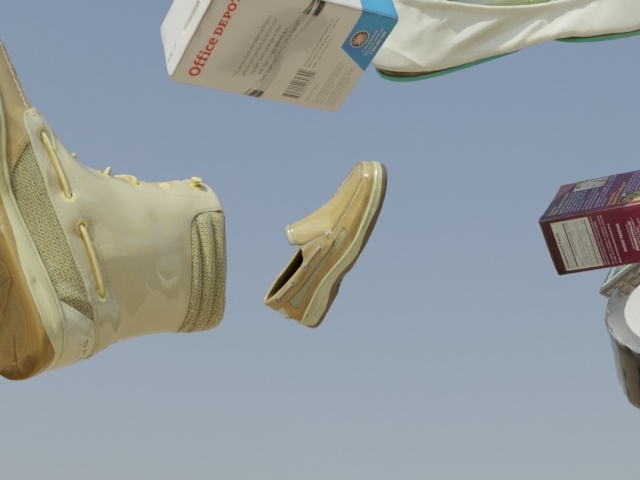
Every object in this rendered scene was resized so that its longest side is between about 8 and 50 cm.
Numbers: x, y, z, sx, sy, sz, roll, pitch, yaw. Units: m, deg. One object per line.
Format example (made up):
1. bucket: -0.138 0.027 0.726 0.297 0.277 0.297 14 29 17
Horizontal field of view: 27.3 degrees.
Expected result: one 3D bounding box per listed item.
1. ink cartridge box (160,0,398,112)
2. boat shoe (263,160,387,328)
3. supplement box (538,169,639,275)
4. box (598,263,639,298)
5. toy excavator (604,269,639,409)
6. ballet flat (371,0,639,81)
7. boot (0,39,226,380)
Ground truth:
1. ink cartridge box: -0.042 -0.212 1.294 0.191 0.082 0.139 10 -42 -28
2. boat shoe: 0.000 0.000 1.278 0.072 0.068 0.190 21 -67 -12
3. supplement box: 0.371 -0.028 1.573 0.188 0.104 0.080 -11 -69 32
4. box: 0.492 -0.031 1.832 0.060 0.216 0.270 28 -16 3
5. toy excavator: 0.392 0.146 0.769 0.445 0.433 0.222 7 -49 34
6. ballet flat: 0.233 -0.274 1.463 0.400 0.139 0.139 -14 -18 -21
7. boot: -0.175 -0.042 0.955 0.095 0.261 0.203 -26 -10 39
